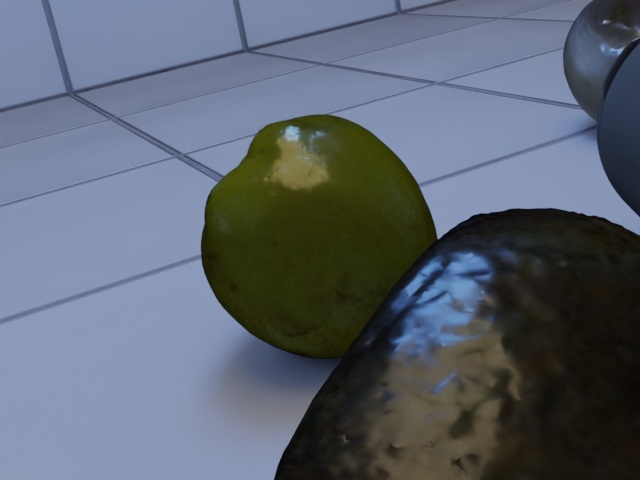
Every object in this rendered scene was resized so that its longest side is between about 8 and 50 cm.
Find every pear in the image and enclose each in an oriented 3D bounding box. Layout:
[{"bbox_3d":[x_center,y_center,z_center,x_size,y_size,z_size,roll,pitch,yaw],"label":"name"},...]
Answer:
[{"bbox_3d":[0.000,0.000,0.722,0.200,0.200,0.200,-10,20,4],"label":"pear"}]

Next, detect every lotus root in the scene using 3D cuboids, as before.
[{"bbox_3d":[0.127,0.096,0.422,0.142,0.210,0.314,-7,31,46],"label":"lotus root"}]

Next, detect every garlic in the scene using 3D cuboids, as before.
[{"bbox_3d":[0.435,-0.251,1.107,0.279,0.132,0.325,-23,45,31],"label":"garlic"}]

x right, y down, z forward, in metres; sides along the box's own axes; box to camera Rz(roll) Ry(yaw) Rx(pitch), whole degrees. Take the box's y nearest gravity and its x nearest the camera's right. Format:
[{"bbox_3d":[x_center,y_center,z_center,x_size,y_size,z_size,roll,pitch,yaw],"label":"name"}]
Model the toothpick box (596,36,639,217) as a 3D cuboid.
[{"bbox_3d":[0.337,-0.045,0.655,0.229,0.229,0.316,-9,22,4],"label":"toothpick box"}]
